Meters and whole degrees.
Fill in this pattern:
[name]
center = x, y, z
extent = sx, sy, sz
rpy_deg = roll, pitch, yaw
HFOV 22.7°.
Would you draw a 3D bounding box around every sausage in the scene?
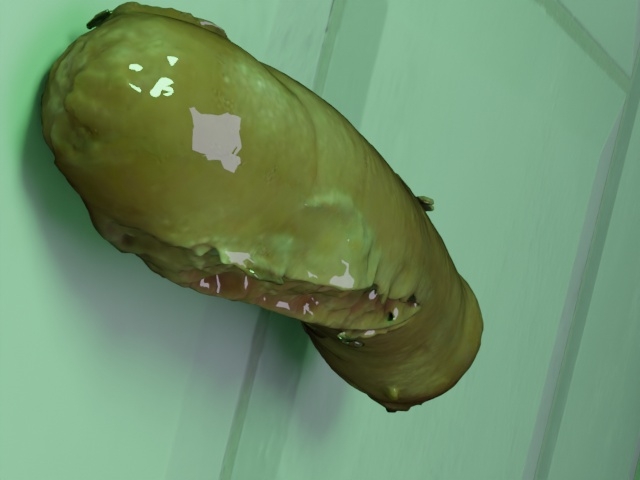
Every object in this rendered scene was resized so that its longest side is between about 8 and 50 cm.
[sausage]
center = 0.000, 0.001, 0.520
extent = 0.304, 0.078, 0.078
rpy_deg = 42, 64, -69
